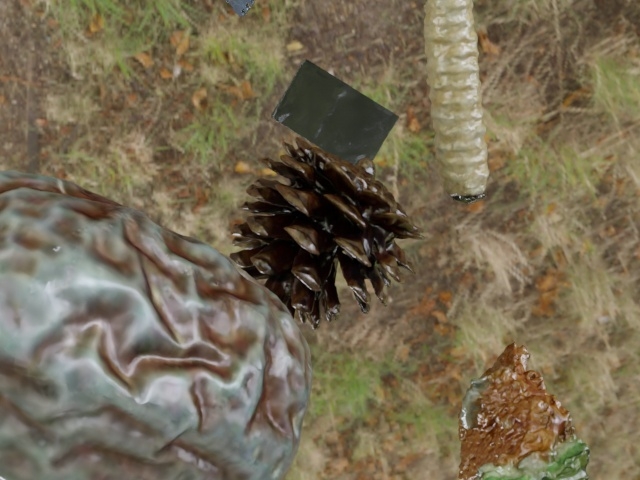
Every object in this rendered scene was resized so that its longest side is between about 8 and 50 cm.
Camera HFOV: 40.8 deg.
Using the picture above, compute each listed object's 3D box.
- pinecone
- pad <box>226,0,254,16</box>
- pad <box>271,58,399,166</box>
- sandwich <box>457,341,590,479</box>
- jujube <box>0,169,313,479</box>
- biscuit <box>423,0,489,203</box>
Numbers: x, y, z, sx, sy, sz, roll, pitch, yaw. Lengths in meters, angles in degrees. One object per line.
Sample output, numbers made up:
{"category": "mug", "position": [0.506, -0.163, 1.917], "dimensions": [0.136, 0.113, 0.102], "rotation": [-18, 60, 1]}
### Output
{"category": "pinecone", "position": [0.000, 0.000, 0.884], "dimensions": [0.207, 0.208, 0.208], "rotation": [-8, 144, -6]}
{"category": "pad", "position": [-0.143, -0.430, 1.070], "dimensions": [0.012, 0.269, 0.269], "rotation": [-43, -173, -23]}
{"category": "pad", "position": [0.022, -0.206, 1.433], "dimensions": [0.116, 0.193, 0.004], "rotation": [-58, 168, 8]}
{"category": "sandwich", "position": [0.178, 0.212, 0.833], "dimensions": [0.109, 0.160, 0.185], "rotation": [-20, 147, -11]}
{"category": "jujube", "position": [-0.149, 0.086, 0.581], "dimensions": [0.226, 0.226, 0.317], "rotation": [-33, 127, 27]}
{"category": "biscuit", "position": [0.136, -0.147, 0.869], "dimensions": [0.055, 0.061, 0.219], "rotation": [-8, 106, -4]}
